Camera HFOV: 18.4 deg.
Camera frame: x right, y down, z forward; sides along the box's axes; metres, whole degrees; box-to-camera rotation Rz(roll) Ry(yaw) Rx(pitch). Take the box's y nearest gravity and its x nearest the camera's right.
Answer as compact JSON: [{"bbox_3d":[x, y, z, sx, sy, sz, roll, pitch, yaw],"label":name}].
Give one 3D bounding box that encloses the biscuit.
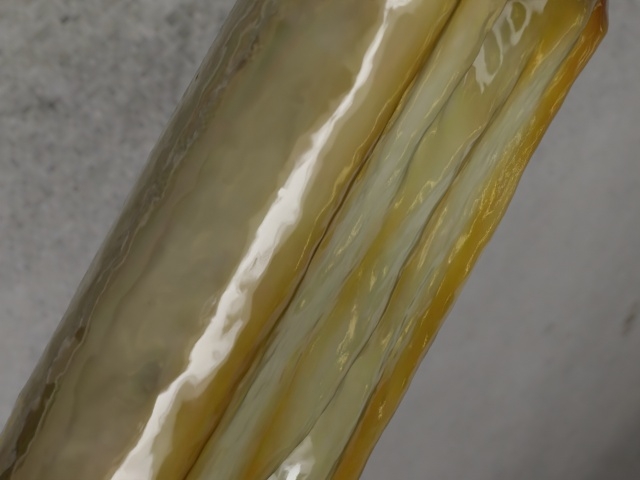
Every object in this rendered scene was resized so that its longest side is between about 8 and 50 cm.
[{"bbox_3d":[0.000,0.000,0.612,0.290,0.062,0.237,-63,163,2],"label":"biscuit"}]
